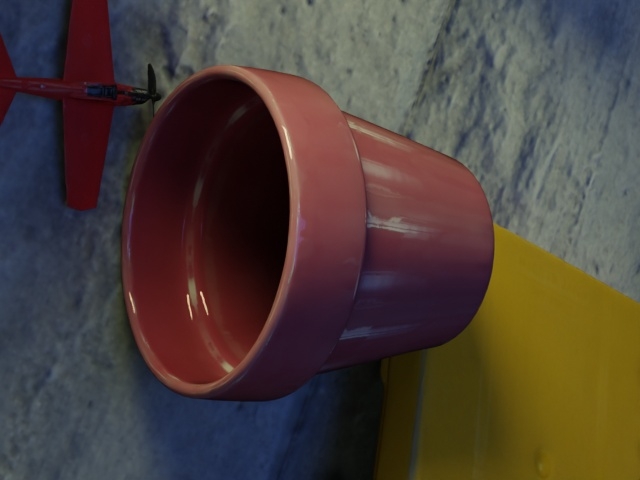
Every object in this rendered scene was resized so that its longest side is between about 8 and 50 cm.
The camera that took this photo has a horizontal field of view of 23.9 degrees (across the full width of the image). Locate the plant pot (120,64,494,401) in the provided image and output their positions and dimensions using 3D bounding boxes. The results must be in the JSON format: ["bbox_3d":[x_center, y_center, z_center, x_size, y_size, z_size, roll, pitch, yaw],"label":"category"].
[{"bbox_3d":[0.000,0.000,0.942,0.180,0.201,0.201,4,89,-35],"label":"plant pot"}]

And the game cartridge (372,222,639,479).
[{"bbox_3d":[0.143,0.164,1.101,0.285,0.052,0.324,26,62,-42],"label":"game cartridge"}]

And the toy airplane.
[{"bbox_3d":[-0.161,-0.095,0.928,0.151,0.028,0.151,-2,94,-37],"label":"toy airplane"}]
